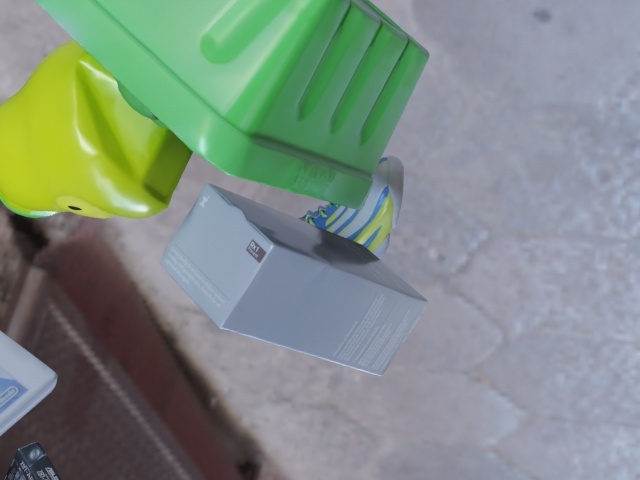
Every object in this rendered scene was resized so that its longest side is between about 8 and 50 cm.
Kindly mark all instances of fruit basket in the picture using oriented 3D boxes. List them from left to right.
[{"bbox_3d":[-0.125,-0.115,1.369,0.283,0.392,0.392,43,156,18],"label":"fruit basket"}]

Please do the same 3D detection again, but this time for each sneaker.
[{"bbox_3d":[0.000,0.000,1.670,0.126,0.091,0.240,19,116,-11],"label":"sneaker"}]

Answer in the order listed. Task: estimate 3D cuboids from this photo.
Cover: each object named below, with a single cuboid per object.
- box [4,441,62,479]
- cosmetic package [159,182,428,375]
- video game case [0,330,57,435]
[{"bbox_3d":[-0.207,0.203,1.146,0.018,0.083,0.067,-19,153,-38],"label":"box"},{"bbox_3d":[-0.023,0.041,1.484,0.238,0.107,0.127,18,-163,-43],"label":"cosmetic package"},{"bbox_3d":[-0.500,0.153,1.643,0.300,0.329,0.036,35,133,11],"label":"video game case"}]
